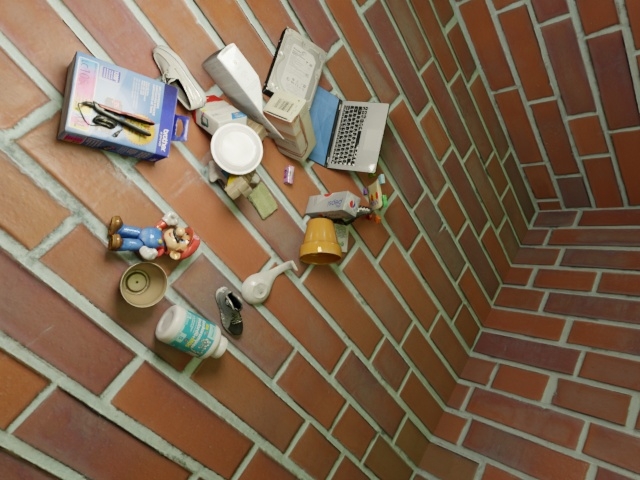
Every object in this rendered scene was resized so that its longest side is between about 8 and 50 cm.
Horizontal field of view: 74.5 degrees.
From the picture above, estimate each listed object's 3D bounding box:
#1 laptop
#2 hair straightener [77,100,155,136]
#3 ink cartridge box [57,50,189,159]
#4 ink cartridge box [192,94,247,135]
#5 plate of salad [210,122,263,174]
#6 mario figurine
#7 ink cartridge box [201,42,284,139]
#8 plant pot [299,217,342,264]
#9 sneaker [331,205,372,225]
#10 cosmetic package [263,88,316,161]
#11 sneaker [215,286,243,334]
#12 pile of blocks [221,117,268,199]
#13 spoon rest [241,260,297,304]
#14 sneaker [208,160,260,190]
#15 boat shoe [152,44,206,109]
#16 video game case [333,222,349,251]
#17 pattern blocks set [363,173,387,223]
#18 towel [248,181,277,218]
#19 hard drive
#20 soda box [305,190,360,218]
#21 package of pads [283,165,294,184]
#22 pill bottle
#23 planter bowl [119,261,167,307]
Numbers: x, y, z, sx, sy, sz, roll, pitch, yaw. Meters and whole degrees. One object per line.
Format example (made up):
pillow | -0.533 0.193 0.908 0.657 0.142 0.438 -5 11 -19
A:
laptop | 0.096 -0.567 2.077 0.236 0.408 0.381 36 65 -70
hair straightener | -0.663 -0.384 1.366 0.230 0.047 0.089 16 81 -39
ink cartridge box | -0.673 -0.444 1.486 0.396 0.151 0.269 9 85 -41
ink cartridge box | -0.418 -0.500 1.692 0.134 0.231 0.078 -26 142 -36
plate of salad | -0.321 -0.352 1.619 0.200 0.048 0.199 0 89 -23
mario figurine | -0.593 -0.023 1.546 0.321 0.170 0.198 8 84 -38
ink cartridge box | -0.290 -0.585 1.692 0.091 0.308 0.385 -46 120 -8
plant pot | 0.000 0.000 2.040 0.205 0.205 0.187 16 65 -39
sneaker | 0.158 -0.130 2.202 0.234 0.078 0.106 -2 105 -12
cosmetic package | -0.128 -0.493 1.841 0.129 0.153 0.296 -59 160 -15
sneaker | -0.363 0.307 1.766 0.086 0.132 0.228 -31 110 -36
pile of blocks | -0.318 -0.321 1.724 0.112 0.149 0.362 58 43 -63
spoon rest | -0.237 0.185 1.919 0.276 0.084 0.137 -33 111 -20
sneaker | -0.372 -0.261 1.790 0.232 0.090 0.115 11 90 -31
boat shoe | -0.549 -0.608 1.587 0.267 0.096 0.088 55 45 -13
video game case | 0.084 -0.016 2.210 0.157 0.019 0.143 8 85 -40
pattern blocks set | 0.284 -0.230 2.194 0.026 0.325 0.285 -7 96 -11
towel | -0.262 -0.182 1.911 0.110 0.027 0.148 -47 119 -30
hard drive | -0.116 -0.792 1.977 0.237 0.064 0.338 23 75 -29
soda box | 0.054 -0.164 2.007 0.091 0.286 0.098 25 75 -36
package of pads | -0.150 -0.308 1.987 0.032 0.050 0.083 7 86 -35
pill bottle | -0.494 0.370 1.649 0.264 0.146 0.146 39 67 -34
planter bowl | -0.657 0.156 1.532 0.162 0.109 0.162 0 90 -40
